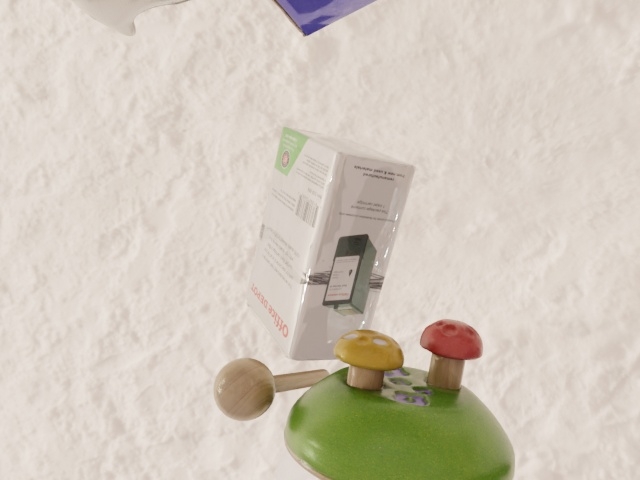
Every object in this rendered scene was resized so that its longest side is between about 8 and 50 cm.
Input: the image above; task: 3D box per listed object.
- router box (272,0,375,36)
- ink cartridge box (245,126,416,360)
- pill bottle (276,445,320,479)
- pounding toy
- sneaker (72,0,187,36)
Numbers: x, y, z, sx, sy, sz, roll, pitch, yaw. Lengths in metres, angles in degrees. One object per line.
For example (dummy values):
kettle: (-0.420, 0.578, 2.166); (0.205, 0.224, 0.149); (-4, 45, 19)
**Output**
router box: (0.084, -0.329, 0.328); (0.335, 0.082, 0.301); (-21, 72, 19)
ink cartridge box: (0.000, 0.000, 0.847); (0.122, 0.211, 0.289); (6, 107, -27)
pill bottle: (0.058, 0.305, 0.747); (0.124, 0.221, 0.124); (-30, 50, 44)
pounding toy: (0.046, 0.113, 0.482); (0.237, 0.183, 0.110); (11, 95, 36)
sneaker: (-0.150, -0.333, 0.613); (0.297, 0.129, 0.111); (-27, 62, 15)
